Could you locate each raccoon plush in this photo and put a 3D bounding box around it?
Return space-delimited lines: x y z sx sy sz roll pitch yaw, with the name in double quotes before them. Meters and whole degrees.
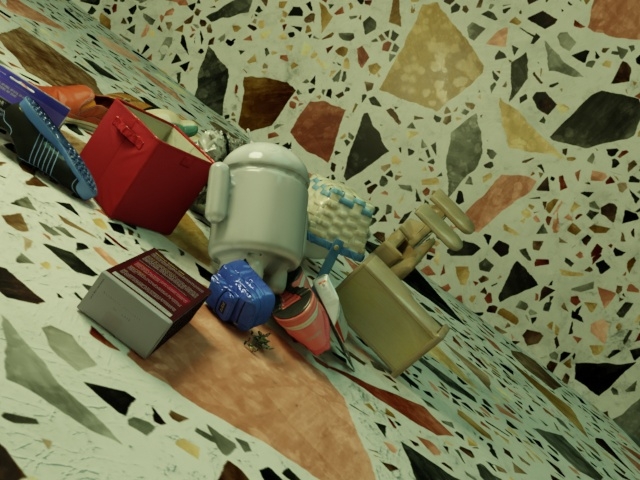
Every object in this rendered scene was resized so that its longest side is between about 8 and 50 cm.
"raccoon plush" -0.192 -0.100 1.979 0.299 0.216 0.446 40 5 -1

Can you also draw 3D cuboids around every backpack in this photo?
"backpack" -0.153 0.114 1.497 0.120 0.098 0.101 41 40 24

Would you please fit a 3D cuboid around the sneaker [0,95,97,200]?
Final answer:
"sneaker" -0.535 -0.164 1.549 0.232 0.090 0.081 56 5 -13

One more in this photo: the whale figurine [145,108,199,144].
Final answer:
"whale figurine" -0.409 -0.245 2.082 0.272 0.216 0.141 19 56 -66

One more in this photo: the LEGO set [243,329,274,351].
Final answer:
"LEGO set" -0.117 0.192 1.476 0.054 0.023 0.083 40 24 30

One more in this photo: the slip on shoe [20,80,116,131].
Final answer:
"slip on shoe" -0.628 -0.354 2.010 0.123 0.101 0.331 42 13 22

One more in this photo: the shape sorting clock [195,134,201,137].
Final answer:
"shape sorting clock" -0.426 -0.271 2.280 0.206 0.040 0.206 16 41 -14

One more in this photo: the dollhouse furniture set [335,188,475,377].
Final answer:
"dollhouse furniture set" 0.220 0.122 2.012 0.256 0.362 0.394 47 31 3

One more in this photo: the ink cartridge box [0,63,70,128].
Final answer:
"ink cartridge box" -0.620 -0.281 1.601 0.206 0.045 0.208 33 -21 -18

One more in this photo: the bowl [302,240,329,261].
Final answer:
"bowl" -0.068 -0.033 2.321 0.298 0.134 0.298 36 10 -7

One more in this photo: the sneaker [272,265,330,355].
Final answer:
"sneaker" -0.049 0.157 1.693 0.136 0.116 0.314 59 0 -17

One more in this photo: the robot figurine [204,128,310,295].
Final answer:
"robot figurine" -0.130 -0.059 1.689 0.199 0.354 0.300 -8 -25 34

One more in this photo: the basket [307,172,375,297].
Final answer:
"basket" 0.000 0.000 1.917 0.201 0.289 0.255 28 8 -23

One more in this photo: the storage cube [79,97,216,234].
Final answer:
"storage cube" -0.372 -0.151 1.678 0.183 0.193 0.215 42 11 31

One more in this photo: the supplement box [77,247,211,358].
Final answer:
"supplement box" -0.270 0.092 1.254 0.130 0.073 0.239 37 11 1

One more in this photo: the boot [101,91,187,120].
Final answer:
"boot" -0.519 -0.364 2.382 0.283 0.109 0.220 34 9 1

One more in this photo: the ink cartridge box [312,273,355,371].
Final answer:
"ink cartridge box" 0.044 0.178 1.712 0.179 0.045 0.145 60 -6 28

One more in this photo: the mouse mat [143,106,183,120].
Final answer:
"mouse mat" -0.477 -0.301 2.109 0.152 0.189 0.007 16 56 -61
